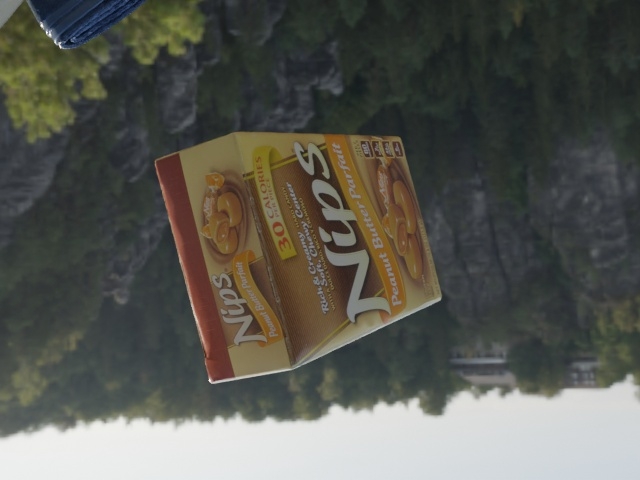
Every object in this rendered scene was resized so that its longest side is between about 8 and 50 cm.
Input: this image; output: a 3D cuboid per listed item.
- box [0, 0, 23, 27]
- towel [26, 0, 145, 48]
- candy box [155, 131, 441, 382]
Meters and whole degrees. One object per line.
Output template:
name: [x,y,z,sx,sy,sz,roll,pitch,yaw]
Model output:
box: [-0.238,-0.084,0.351,0.275,0.113,0.094,-21,-161,43]
towel: [-0.149,-0.172,0.449,0.067,0.119,0.029,-31,177,10]
candy box: [0.000,0.000,0.735,0.088,0.182,0.316,-16,178,29]
